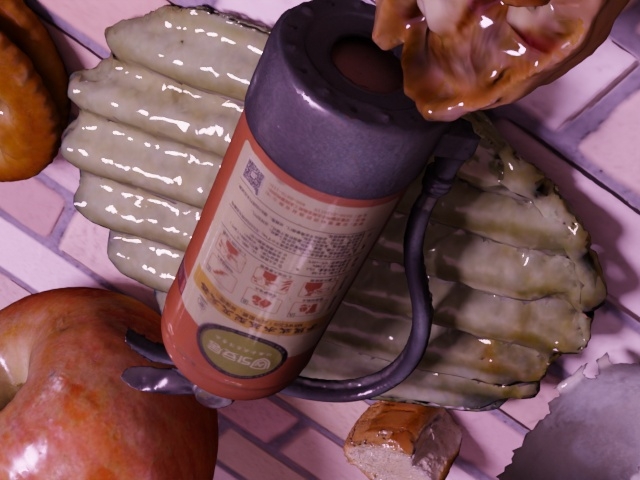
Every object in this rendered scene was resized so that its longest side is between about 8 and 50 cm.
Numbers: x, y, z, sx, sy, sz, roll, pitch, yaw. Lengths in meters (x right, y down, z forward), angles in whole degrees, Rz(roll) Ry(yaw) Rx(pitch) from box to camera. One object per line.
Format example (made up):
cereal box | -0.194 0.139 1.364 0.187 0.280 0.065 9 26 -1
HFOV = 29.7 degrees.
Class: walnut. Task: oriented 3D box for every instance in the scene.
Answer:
walnut | 0.090 -0.164 0.576 0.238 0.141 0.204 -128 25 -61

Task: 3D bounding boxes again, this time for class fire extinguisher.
fire extinguisher | -0.006 0.028 0.813 0.200 0.113 0.376 31 136 0

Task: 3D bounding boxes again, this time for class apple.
apple | -0.224 0.195 1.129 0.301 0.301 0.301 19 143 15

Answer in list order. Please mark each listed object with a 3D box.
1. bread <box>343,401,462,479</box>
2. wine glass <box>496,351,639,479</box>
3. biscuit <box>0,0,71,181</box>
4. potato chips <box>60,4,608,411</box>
bread | 0.073 0.177 1.069 0.083 0.070 0.077 -11 128 41
wine glass | 0.290 0.244 0.869 0.323 0.238 0.238 41 143 -13
biscuit | -0.295 -0.138 0.958 0.220 0.066 0.220 19 146 14
potato chips | 0.000 0.000 0.916 0.429 0.070 0.358 17 138 13
